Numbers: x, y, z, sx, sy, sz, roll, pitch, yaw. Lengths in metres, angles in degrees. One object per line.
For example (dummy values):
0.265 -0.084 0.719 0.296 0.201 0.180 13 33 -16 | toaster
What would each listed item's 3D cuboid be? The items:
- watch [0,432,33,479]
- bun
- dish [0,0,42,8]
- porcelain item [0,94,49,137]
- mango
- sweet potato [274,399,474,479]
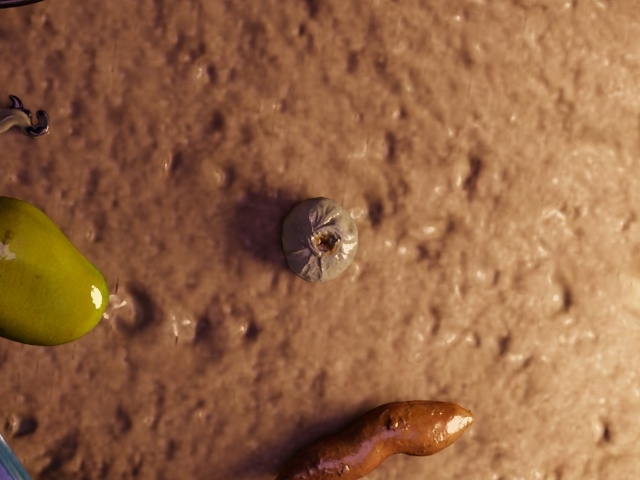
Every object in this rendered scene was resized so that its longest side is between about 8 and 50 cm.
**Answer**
-0.299 0.250 1.461 0.241 0.305 0.274 -34 74 -13 | watch
0.000 0.000 1.595 0.083 0.045 0.083 -1 98 -11 | bun
-0.294 -0.355 1.441 0.316 0.106 0.317 -2 97 -20 | dish
-0.317 -0.117 1.505 0.136 0.021 0.075 -15 100 -14 | porcelain item
-0.273 0.034 1.499 0.117 0.089 0.163 -44 106 -7 | mango
0.049 0.198 1.626 0.218 0.051 0.065 -17 102 -14 | sweet potato
